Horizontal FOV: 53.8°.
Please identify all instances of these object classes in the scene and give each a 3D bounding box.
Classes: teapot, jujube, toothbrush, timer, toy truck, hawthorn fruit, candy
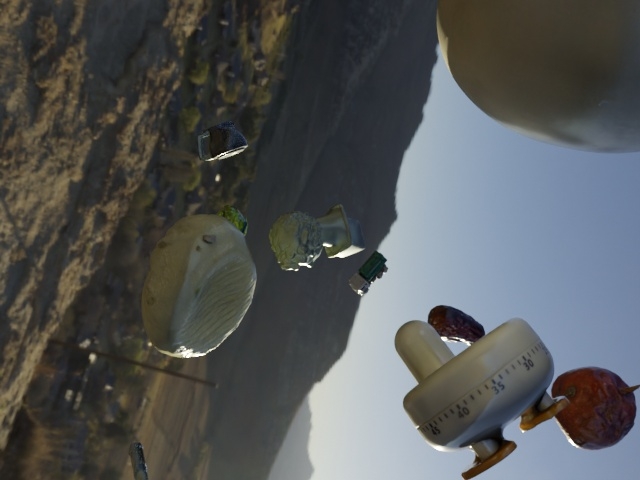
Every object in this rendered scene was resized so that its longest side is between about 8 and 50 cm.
[{"bbox_3d":[-0.175,-0.172,1.096,0.066,0.087,0.057,-60,130,-83],"label":"teapot"},{"bbox_3d":[0.291,0.185,1.347,0.077,0.129,0.077,-157,-90,-82],"label":"jujube"},{"bbox_3d":[-0.174,0.220,0.598,0.219,0.019,0.016,161,-71,-72],"label":"toothbrush"},{"bbox_3d":[0.221,0.197,0.948,0.233,0.240,0.233,-32,162,-12],"label":"timer"},{"bbox_3d":[0.088,0.059,1.157,0.083,0.039,0.044,-49,155,-2],"label":"toy truck"},{"bbox_3d":[0.705,0.401,1.575,0.243,0.207,0.208,-45,-161,36],"label":"hawthorn fruit"},{"bbox_3d":[-0.206,0.046,1.309,0.073,0.077,0.262,-25,-132,46],"label":"candy"}]

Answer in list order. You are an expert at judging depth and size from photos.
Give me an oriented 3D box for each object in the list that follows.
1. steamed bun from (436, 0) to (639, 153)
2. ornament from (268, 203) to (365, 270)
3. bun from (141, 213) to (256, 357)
[{"bbox_3d":[0.276,-0.212,0.619,0.324,0.324,0.206,-76,169,-47],"label":"steamed bun"},{"bbox_3d":[0.001,-0.015,1.454,0.120,0.130,0.285,-32,168,39],"label":"ornament"},{"bbox_3d":[-0.225,0.073,1.143,0.259,0.159,0.259,-38,141,-40],"label":"bun"}]
